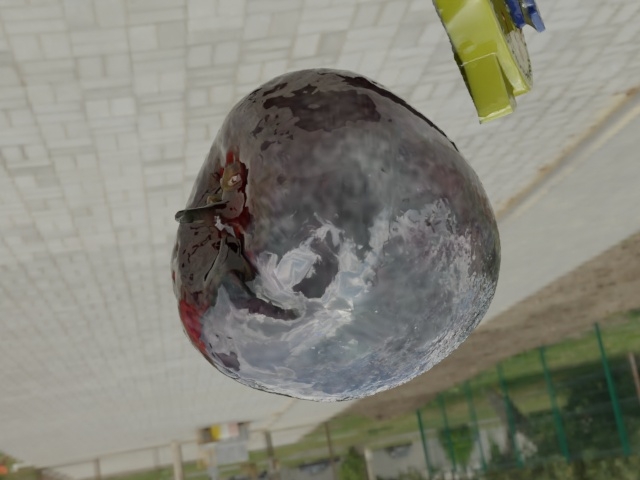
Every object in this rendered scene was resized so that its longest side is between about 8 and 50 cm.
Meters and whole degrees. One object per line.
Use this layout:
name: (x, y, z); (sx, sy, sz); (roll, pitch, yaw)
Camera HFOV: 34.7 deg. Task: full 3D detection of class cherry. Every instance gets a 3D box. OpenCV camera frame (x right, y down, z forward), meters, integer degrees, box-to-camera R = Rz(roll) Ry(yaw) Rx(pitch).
cherry: (0.009, 0.005, 0.594); (0.195, 0.195, 0.195); (-9, 167, -2)

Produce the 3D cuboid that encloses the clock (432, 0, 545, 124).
clock: (0.117, -0.241, 0.793); (0.071, 0.294, 0.277); (-20, -167, 18)
